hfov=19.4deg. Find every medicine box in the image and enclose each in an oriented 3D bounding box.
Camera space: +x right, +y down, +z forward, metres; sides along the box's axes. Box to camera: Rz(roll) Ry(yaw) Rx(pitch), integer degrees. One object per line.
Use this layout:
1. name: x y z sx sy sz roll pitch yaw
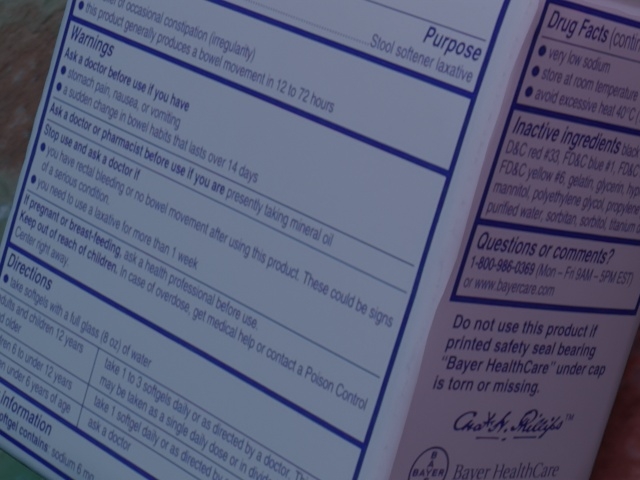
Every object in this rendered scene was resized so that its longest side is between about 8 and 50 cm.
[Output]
1. medicine box: 0.000 0.000 0.835 0.263 0.149 0.289 26 103 41
